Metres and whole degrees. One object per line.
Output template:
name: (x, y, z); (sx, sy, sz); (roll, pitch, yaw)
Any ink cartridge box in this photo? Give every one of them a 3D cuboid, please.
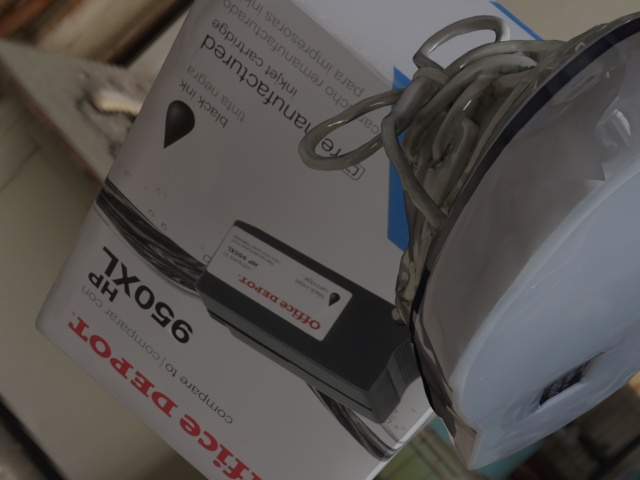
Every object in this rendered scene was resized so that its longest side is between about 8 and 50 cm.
ink cartridge box: (0.000, 0.000, 0.956); (0.285, 0.395, 0.166); (40, 40, 7)

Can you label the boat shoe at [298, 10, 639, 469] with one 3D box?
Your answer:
boat shoe: (0.073, -0.022, 0.533); (0.156, 0.136, 0.367); (60, -5, 18)
